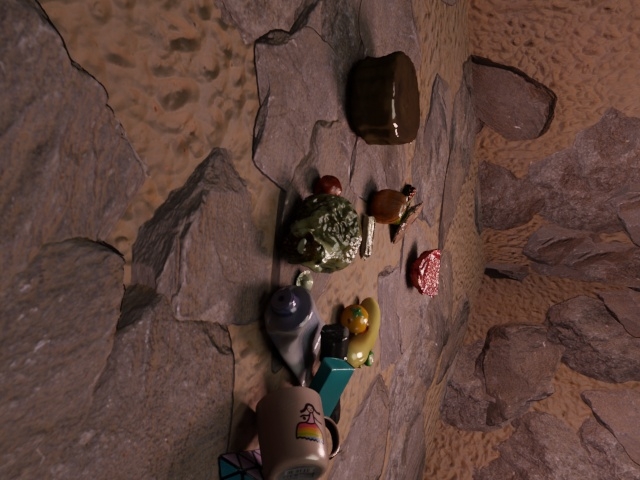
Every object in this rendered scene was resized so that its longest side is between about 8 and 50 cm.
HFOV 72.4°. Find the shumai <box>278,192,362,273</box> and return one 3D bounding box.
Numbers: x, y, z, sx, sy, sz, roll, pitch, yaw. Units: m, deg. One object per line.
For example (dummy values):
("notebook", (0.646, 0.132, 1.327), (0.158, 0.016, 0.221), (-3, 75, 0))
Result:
("shumai", (0.001, -0.001, 1.294), (0.218, 0.189, 0.255), (-36, 121, -53))

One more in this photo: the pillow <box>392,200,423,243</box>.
("pillow", (0.410, -0.090, 2.056), (0.248, 0.049, 0.135), (-44, 161, -42))

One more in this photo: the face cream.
("face cream", (-0.055, 0.281, 1.348), (0.420, 0.137, 0.234), (69, 36, -51))

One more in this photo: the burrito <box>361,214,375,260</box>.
("burrito", (0.189, -0.011, 1.746), (0.058, 0.045, 0.188), (-4, 103, -33))

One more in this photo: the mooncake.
("mooncake", (0.234, -0.501, 1.580), (0.324, 0.187, 0.323), (-14, 106, -59))

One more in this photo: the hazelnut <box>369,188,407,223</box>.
("hazelnut", (0.276, -0.133, 1.768), (0.150, 0.150, 0.150), (-19, 112, -57))

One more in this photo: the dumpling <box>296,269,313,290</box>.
("dumpling", (-0.052, 0.132, 1.377), (0.059, 0.043, 0.077), (2, 112, -44))

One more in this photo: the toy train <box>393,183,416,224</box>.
("toy train", (0.388, -0.172, 2.039), (0.249, 0.053, 0.085), (-53, 148, -41))

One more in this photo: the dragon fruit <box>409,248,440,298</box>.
("dragon fruit", (0.539, 0.171, 2.282), (0.189, 0.163, 0.261), (-108, -164, -82))

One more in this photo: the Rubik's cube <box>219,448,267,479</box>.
("Rubik's cube", (-0.216, 0.622, 1.208), (0.178, 0.211, 0.190), (55, 14, -22))

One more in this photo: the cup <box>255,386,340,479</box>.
("cup", (-0.050, 0.552, 1.213), (0.253, 0.191, 0.200), (23, 31, -29))

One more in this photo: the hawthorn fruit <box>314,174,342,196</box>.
("hawthorn fruit", (0.022, -0.164, 1.402), (0.093, 0.093, 0.093), (-19, 112, -57))

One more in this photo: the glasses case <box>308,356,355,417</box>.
("glasses case", (-0.009, 0.514, 1.391), (0.117, 0.070, 0.300), (17, 103, -43))

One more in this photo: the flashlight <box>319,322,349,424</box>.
("flashlight", (0.038, 0.471, 1.503), (0.103, 0.103, 0.423), (-38, 138, -50))

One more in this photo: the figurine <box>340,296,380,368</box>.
("figurine", (0.139, 0.340, 1.670), (0.324, 0.124, 0.222), (-61, 140, -37))
